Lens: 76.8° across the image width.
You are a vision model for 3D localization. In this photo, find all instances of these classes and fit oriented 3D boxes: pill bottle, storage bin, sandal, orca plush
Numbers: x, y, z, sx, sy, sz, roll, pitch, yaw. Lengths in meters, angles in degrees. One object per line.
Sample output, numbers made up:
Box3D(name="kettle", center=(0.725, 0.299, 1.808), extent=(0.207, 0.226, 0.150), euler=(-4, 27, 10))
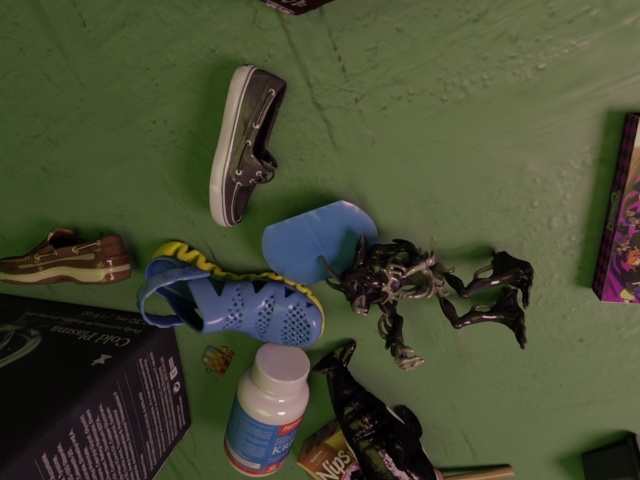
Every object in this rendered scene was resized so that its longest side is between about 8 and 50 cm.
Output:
Box3D(name="pill bottle", center=(-0.090, 0.287, 0.697), extent=(0.124, 0.124, 0.221), euler=(20, 117, 7))
Box3D(name="storage bin", center=(0.469, 0.377, 0.603), extent=(0.135, 0.098, 0.091), euler=(47, 126, -7))
Box3D(name="sandal", center=(-0.151, 0.106, 0.633), extent=(0.318, 0.138, 0.126), euler=(14, 113, 8))
Box3D(name="orca plush", center=(0.108, 0.294, 0.630), extent=(0.287, 0.151, 0.102), euler=(68, 153, 12))

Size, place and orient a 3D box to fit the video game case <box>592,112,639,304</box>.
Box3D(name="video game case", center=(0.452, -0.030, 0.459), extent=(0.210, 0.042, 0.232), euler=(3, 113, 16))

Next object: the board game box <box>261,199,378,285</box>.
Box3D(name="board game box", center=(0.000, 0.000, 0.597), extent=(0.169, 0.033, 0.133), euler=(-19, 129, 12))

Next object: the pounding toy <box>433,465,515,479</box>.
Box3D(name="pounding toy", center=(0.266, 0.519, 0.705), extent=(0.183, 0.110, 0.236), euler=(-9, 110, 19))

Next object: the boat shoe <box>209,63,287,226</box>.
Box3D(name="boat shoe", center=(-0.094, -0.117, 0.559), extent=(0.076, 0.080, 0.228), euler=(19, 108, 9))

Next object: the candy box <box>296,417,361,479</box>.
Box3D(name="candy box", center=(0.054, 0.381, 0.737), extent=(0.109, 0.053, 0.186), euler=(41, 115, -3))

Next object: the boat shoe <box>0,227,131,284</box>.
Box3D(name="boat shoe", center=(-0.456, 0.023, 0.716), extent=(0.258, 0.095, 0.095), euler=(-1, 98, 10))

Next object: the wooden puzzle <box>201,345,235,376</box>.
Box3D(name="wooden puzzle", center=(-0.198, 0.230, 0.769), extent=(0.049, 0.006, 0.083), euler=(31, 117, 1))

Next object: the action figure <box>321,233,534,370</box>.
Box3D(name="action figure", center=(0.129, 0.075, 0.540), extent=(0.276, 0.141, 0.164), euler=(1, 125, 13))

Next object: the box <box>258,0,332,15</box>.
Box3D(name="box", center=(-0.005, -0.355, 0.377), extent=(0.167, 0.168, 0.203), euler=(-13, 108, 19))

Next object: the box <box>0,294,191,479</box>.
Box3D(name="box", center=(-0.558, 0.337, 0.655), extent=(0.480, 0.471, 0.297), euler=(4, 113, 13))
